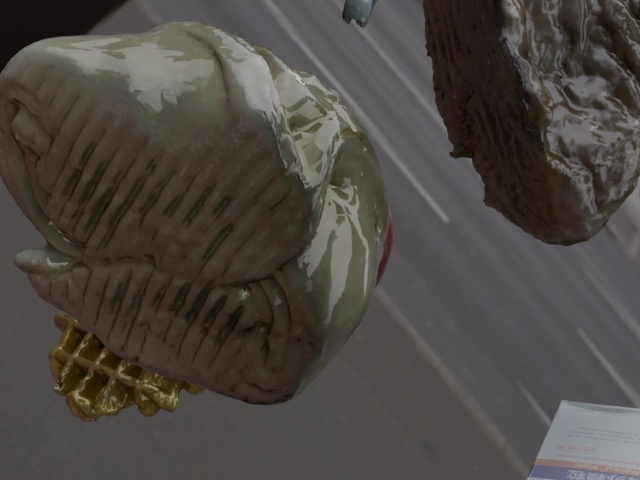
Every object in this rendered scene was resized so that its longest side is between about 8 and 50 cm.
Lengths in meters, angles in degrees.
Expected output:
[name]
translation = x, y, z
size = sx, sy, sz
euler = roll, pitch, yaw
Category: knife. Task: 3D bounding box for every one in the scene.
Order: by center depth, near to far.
[knife]
translation = 0.046, -0.219, 1.108
size = 0.023, 0.044, 0.162
euler = 13, 36, 8

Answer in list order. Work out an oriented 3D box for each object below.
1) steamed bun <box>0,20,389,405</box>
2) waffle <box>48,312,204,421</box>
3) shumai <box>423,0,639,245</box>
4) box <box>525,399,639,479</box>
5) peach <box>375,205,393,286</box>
[steamed bun]
translation = -0.092, -0.043, 1.143
size = 0.324, 0.310, 0.219
euler = 13, 36, 23
[waffle]
translation = -0.177, 0.075, 1.409
size = 0.056, 0.249, 0.253
euler = 52, 31, -39
[shumai]
translation = 0.256, -0.186, 1.242
size = 0.217, 0.283, 0.346
euler = 126, -55, -73
[box]
translation = 0.401, 0.328, 1.846
size = 0.299, 0.200, 0.106
euler = -39, 129, -64
[peach]
translation = 0.000, 0.000, 2.165
size = 0.245, 0.248, 0.274
euler = 50, -17, 36
